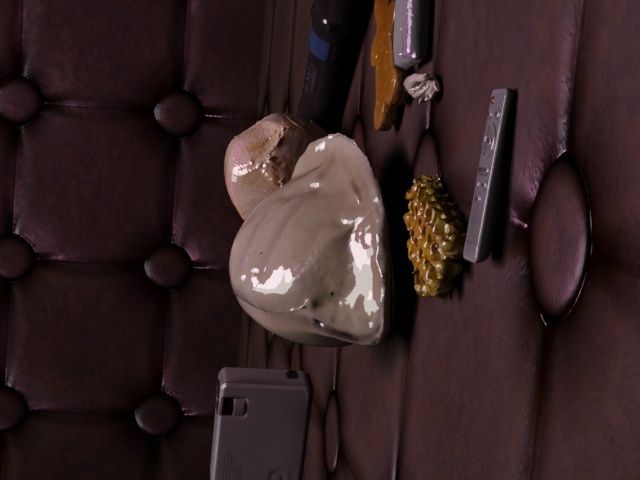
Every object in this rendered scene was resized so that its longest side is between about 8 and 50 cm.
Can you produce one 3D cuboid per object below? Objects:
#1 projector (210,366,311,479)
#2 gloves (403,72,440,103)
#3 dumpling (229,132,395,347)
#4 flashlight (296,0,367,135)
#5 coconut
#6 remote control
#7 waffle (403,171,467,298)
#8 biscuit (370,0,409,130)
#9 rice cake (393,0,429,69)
[{"bbox_3d":[-0.129,0.390,2.381,0.099,0.192,0.256,-112,27,-68],"label":"projector"},{"bbox_3d":[0.131,-0.203,1.500,0.044,0.037,0.081,57,175,-34],"label":"gloves"},{"bbox_3d":[0.000,0.000,1.691,0.395,0.233,0.315,-146,62,-63],"label":"dumpling"},{"bbox_3d":[0.020,-0.336,2.087,0.424,0.103,0.103,102,168,-52],"label":"flashlight"},{"bbox_3d":[-0.064,-0.120,2.105,0.230,0.227,0.227,-132,46,-69],"label":"coconut"},{"bbox_3d":[0.180,-0.067,1.208,0.050,0.027,0.184,-150,69,-78],"label":"remote control"},{"bbox_3d":[0.136,-0.016,1.386,0.160,0.046,0.192,103,167,-55],"label":"waffle"},{"bbox_3d":[0.105,-0.289,1.703,0.158,0.035,0.240,125,147,-68],"label":"biscuit"},{"bbox_3d":[0.128,-0.349,1.572,0.080,0.042,0.221,170,104,-82],"label":"rice cake"}]
